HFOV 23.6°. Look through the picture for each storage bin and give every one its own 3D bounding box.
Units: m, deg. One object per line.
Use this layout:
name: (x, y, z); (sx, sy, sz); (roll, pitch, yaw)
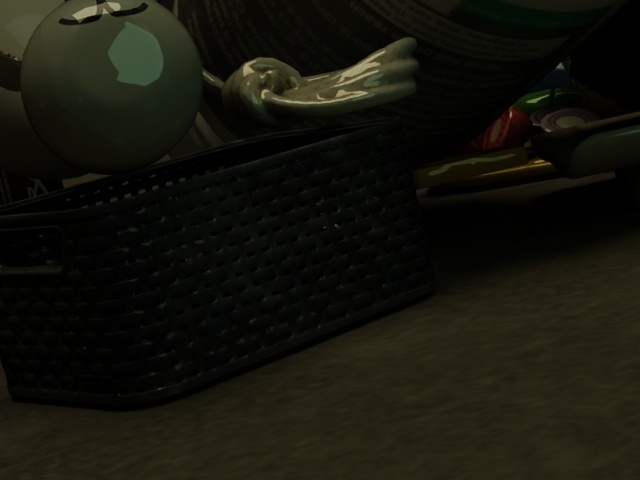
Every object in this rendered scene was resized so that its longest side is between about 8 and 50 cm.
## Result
storage bin: (-0.051, 0.006, 0.688); (0.180, 0.084, 0.122); (-20, 11, -39)

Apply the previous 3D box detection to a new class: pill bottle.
pill bottle: (0.035, -0.146, 0.872); (0.204, 0.204, 0.361); (-17, -13, -28)

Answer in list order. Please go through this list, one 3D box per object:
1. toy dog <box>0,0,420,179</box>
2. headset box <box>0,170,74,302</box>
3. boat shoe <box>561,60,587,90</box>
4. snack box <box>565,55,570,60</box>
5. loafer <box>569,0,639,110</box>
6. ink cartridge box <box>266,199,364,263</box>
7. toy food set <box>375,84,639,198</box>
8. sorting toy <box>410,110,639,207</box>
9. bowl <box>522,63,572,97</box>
toy dog: (-0.129, -0.110, 0.742); (0.220, 0.161, 0.334); (-19, 8, -37)
headset box: (-0.317, 0.012, 0.951); (0.293, 0.110, 0.218); (-15, 9, -19)
boat shoe: (0.331, -0.173, 1.104); (0.319, 0.099, 0.116); (-25, -35, 11)
snack box: (0.266, -0.185, 0.949); (0.187, 0.060, 0.322); (-39, 22, -17)
loafer: (0.196, -0.119, 0.788); (0.076, 0.078, 0.223); (27, -6, -12)
ink cartridge box: (0.000, 0.000, 0.846); (0.063, 0.029, 0.115); (-12, 7, 5)
toy food set: (0.134, -0.083, 1.056); (0.218, 0.071, 0.128); (-10, 8, 18)
sorting toy: (0.214, -0.053, 0.839); (0.348, 0.047, 0.196); (-12, 4, 4)
bowl: (0.276, -0.262, 1.329); (0.391, 0.077, 0.391); (-13, 47, 14)
